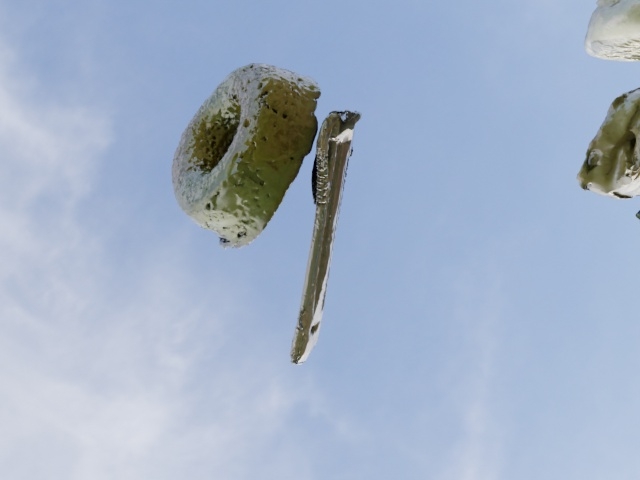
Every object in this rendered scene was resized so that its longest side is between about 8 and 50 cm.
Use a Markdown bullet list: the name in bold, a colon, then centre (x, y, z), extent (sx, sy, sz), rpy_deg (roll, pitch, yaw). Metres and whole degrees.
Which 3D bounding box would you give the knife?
- **knife**: centre (-0.005, -0.002, 1.554), extent (0.089, 0.043, 0.365), rpy_deg (-19, -55, -53)

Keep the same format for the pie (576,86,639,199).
- **pie**: centre (0.316, -0.093, 1.104), extent (0.068, 0.129, 0.282), rpy_deg (34, -159, 19)

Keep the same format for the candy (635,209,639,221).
- **candy**: centre (0.458, -0.013, 1.584), extent (0.030, 0.020, 0.083), rpy_deg (-44, -103, 2)

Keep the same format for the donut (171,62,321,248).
- **donut**: centre (-0.107, -0.122, 1.566), extent (0.107, 0.272, 0.272), rpy_deg (26, -114, -23)

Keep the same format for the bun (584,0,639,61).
- **bun**: centre (0.508, -0.339, 1.805), extent (0.210, 0.237, 0.116), rpy_deg (2, -90, -5)
